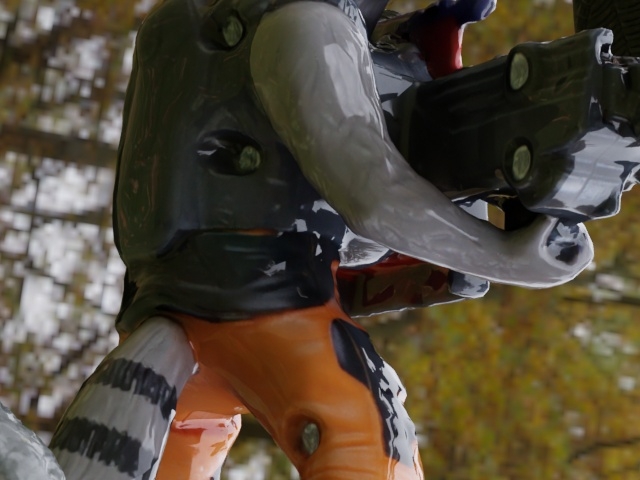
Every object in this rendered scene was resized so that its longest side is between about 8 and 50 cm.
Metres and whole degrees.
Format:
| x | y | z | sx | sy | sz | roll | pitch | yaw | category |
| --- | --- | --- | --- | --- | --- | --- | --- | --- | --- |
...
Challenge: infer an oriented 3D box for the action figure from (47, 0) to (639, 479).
| x | y | z | sx | sy | sz | roll | pitch | yaw | category |
| --- | --- | --- | --- | --- | --- | --- | --- | --- | --- |
| 0.000 | 0.000 | 0.696 | 0.341 | 0.178 | 0.330 | -24 | -127 | 52 | action figure |

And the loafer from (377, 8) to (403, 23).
| x | y | z | sx | sy | sz | roll | pitch | yaw | category |
| --- | --- | --- | --- | --- | --- | --- | --- | --- | --- |
| 0.010 | -0.065 | 1.258 | 0.062 | 0.061 | 0.170 | 25 | -68 | 26 | loafer |

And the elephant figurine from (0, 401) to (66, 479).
| x | y | z | sx | sy | sz | roll | pitch | yaw | category |
| --- | --- | --- | --- | --- | --- | --- | --- | --- | --- |
| -0.192 | 0.006 | 0.455 | 0.169 | 0.239 | 0.186 | 129 | -44 | -68 | elephant figurine |

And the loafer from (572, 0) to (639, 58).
| x | y | z | sx | sy | sz | roll | pitch | yaw | category |
| --- | --- | --- | --- | --- | --- | --- | --- | --- | --- |
| 0.213 | -0.175 | 1.331 | 0.080 | 0.078 | 0.220 | -17 | -91 | 48 | loafer |
